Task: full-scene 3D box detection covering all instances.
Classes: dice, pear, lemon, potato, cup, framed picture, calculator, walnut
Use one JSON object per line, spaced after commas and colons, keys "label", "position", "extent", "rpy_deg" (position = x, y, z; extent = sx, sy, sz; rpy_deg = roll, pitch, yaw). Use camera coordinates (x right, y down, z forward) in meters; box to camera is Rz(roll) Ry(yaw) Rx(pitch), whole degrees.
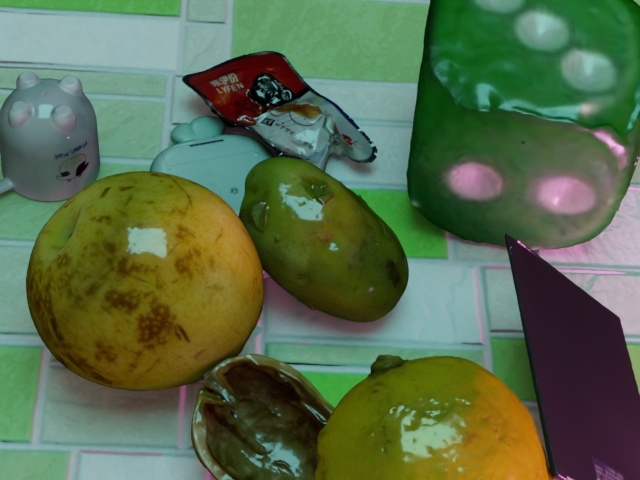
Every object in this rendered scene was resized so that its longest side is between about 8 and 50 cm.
{"label": "dice", "position": [0.275, -0.178, 1.967], "extent": [0.300, 0.287, 0.297], "rpy_deg": [9, 50, 2]}
{"label": "pear", "position": [-0.205, 0.052, 1.739], "extent": [0.281, 0.280, 0.280], "rpy_deg": [3, 50, -4]}
{"label": "lemon", "position": [0.126, 0.268, 1.591], "extent": [0.261, 0.260, 0.283], "rpy_deg": [0, 77, -6]}
{"label": "potato", "position": [0.000, 0.000, 1.858], "extent": [0.148, 0.186, 0.253], "rpy_deg": [-44, 96, 6]}
{"label": "cup", "position": [-0.385, -0.145, 1.960], "extent": [0.174, 0.142, 0.134], "rpy_deg": [-7, 52, -11]}
{"label": "framed picture", "position": [0.319, 0.177, 1.743], "extent": [0.255, 0.014, 0.338], "rpy_deg": [33, 37, -38]}
{"label": "calculator", "position": [-0.134, -0.062, 1.983], "extent": [0.184, 0.042, 0.295], "rpy_deg": [-11, 54, -15]}
{"label": "walnut", "position": [-0.065, 0.237, 1.705], "extent": [0.211, 0.087, 0.167], "rpy_deg": [42, 60, 3]}

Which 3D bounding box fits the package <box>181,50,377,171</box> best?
{"label": "package", "position": [-0.050, -0.177, 2.071], "extent": [0.194, 0.071, 0.269], "rpy_deg": [-12, 40, -45]}
